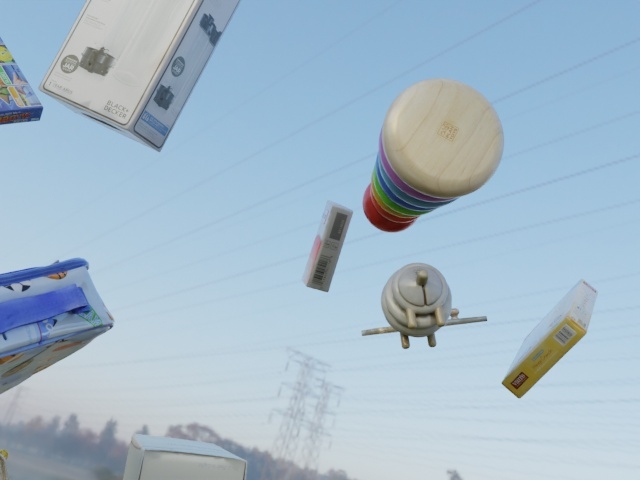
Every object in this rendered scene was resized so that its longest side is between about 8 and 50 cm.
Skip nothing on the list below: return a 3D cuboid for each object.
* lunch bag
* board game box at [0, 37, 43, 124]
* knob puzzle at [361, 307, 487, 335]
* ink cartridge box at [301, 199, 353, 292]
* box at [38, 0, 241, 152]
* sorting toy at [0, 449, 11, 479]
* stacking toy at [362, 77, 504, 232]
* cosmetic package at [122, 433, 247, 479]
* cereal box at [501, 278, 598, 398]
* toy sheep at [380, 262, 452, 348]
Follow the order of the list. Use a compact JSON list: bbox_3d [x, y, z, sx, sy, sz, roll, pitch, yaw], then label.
[{"bbox_3d":[-0.378,0.108,0.753,0.243,0.115,0.303,-30,-6,29],"label":"lunch bag"},{"bbox_3d":[-0.584,-0.280,1.224,0.136,0.201,0.035,-17,-26,-43],"label":"board game box"},{"bbox_3d":[0.151,0.136,1.194,0.213,0.030,0.213,-7,-8,-1],"label":"knob puzzle"},{"bbox_3d":[0.000,0.000,1.250,0.045,0.145,0.179,16,5,-15],"label":"ink cartridge box"},{"bbox_3d":[-0.231,-0.287,0.972,0.169,0.290,0.087,24,-5,20],"label":"box"},{"bbox_3d":[-0.455,0.305,0.958,0.075,0.083,0.045,2,9,37],"label":"sorting toy"},{"bbox_3d":[0.123,-0.087,0.951,0.141,0.141,0.330,17,-13,-3],"label":"stacking toy"},{"bbox_3d":[-0.230,0.387,1.160,0.160,0.113,0.309,12,-15,-16],"label":"cosmetic package"},{"bbox_3d":[0.419,0.172,1.292,0.047,0.240,0.173,41,-63,12],"label":"cereal box"},{"bbox_3d":[0.111,0.071,0.824,0.091,0.091,0.132,15,-31,2],"label":"toy sheep"}]
